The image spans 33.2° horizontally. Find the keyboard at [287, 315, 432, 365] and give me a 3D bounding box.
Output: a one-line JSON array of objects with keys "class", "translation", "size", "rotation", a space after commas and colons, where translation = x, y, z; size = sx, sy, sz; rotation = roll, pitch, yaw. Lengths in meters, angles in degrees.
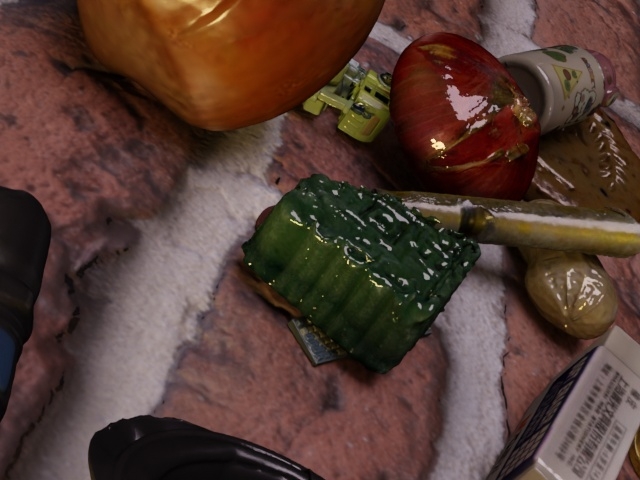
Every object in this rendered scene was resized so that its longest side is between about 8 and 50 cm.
[{"class": "keyboard", "translation": [0.045, 0.091, 1.124], "size": [0.176, 0.014, 0.055], "rotation": [-9, 60, -43]}]

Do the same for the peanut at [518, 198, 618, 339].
[{"class": "peanut", "translation": [0.294, 0.031, 1.320], "size": [0.098, 0.090, 0.214], "rotation": [-17, 46, 6]}]

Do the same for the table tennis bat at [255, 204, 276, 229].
[{"class": "table tennis bat", "translation": [0.000, 0.000, 1.183], "size": [0.158, 0.014, 0.095], "rotation": [5, 46, -31]}]

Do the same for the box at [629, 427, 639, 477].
[{"class": "box", "translation": [0.401, 0.249, 1.216], "size": [0.105, 0.037, 0.106], "rotation": [22, 40, -20]}]

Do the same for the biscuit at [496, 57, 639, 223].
[{"class": "biscuit", "translation": [0.343, -0.151, 1.585], "size": [0.359, 0.046, 0.359], "rotation": [21, 39, -18]}]

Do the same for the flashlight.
[{"class": "flashlight", "translation": [-0.271, 0.132, 0.777], "size": [0.103, 0.103, 0.424], "rotation": [19, 43, -22]}]

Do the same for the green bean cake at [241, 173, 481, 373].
[{"class": "green bean cake", "translation": [0.047, 0.010, 1.111], "size": [0.208, 0.107, 0.193], "rotation": [37, 38, 6]}]

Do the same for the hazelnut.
[{"class": "hazelnut", "translation": [-0.093, -0.306, 1.179], "size": [0.372, 0.372, 0.315], "rotation": [56, 13, 24]}]

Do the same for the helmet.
[{"class": "helmet", "translation": [-0.063, 0.257, 0.743], "size": [0.278, 0.160, 0.230], "rotation": [31, 17, 18]}]

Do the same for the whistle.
[{"class": "whistle", "translation": [0.216, -0.022, 1.250], "size": [0.326, 0.057, 0.068], "rotation": [4, 18, -9]}]

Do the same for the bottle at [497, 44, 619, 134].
[{"class": "bottle", "translation": [0.332, -0.214, 1.506], "size": [0.253, 0.120, 0.120], "rotation": [-19, 64, -47]}]

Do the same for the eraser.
[{"class": "eraser", "translation": [0.246, 0.202, 1.073], "size": [0.081, 0.124, 0.279], "rotation": [42, 37, 6]}]

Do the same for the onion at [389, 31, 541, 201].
[{"class": "onion", "translation": [0.184, -0.143, 1.334], "size": [0.248, 0.161, 0.248], "rotation": [-22, 90, -78]}]

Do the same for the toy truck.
[{"class": "toy truck", "translation": [0.014, -0.190, 1.340], "size": [0.169, 0.077, 0.100], "rotation": [32, 37, -8]}]
